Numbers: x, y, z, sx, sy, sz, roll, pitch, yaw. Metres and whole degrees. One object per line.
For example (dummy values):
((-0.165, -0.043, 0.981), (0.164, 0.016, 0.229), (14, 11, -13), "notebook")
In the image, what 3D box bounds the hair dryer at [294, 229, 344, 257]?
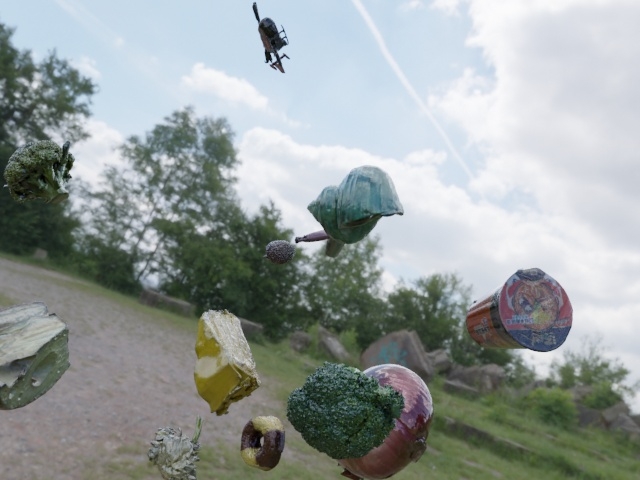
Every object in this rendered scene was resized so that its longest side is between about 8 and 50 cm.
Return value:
((0.000, -0.005, 1.484), (0.154, 0.106, 0.054), (2, 40, -33), "hair dryer")

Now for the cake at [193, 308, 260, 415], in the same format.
((-0.149, 0.175, 0.911), (0.080, 0.184, 0.116), (30, -44, -27), "cake")

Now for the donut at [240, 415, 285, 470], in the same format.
((-0.157, 0.532, 1.503), (0.140, 0.140, 0.059), (13, -11, 40), "donut")

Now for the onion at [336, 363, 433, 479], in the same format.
((0.164, 0.527, 1.642), (0.354, 0.353, 0.353), (21, -10, 4), "onion")

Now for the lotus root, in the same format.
((-0.693, 0.267, 1.278), (0.210, 0.141, 0.314), (26, 20, 12), "lotus root")

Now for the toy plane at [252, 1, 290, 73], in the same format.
((-0.087, -0.350, 1.020), (0.060, 0.037, 0.145), (40, -13, 28), "toy plane")

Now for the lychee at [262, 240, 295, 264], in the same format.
((-0.102, 0.031, 1.418), (0.067, 0.083, 0.068), (-130, -152, -49), "lychee")

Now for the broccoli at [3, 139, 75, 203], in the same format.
((-0.512, -0.122, 1.051), (0.120, 0.131, 0.130), (53, -39, 8), "broccoli")

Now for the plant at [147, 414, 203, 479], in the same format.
((-0.237, 0.367, 1.001), (0.117, 0.122, 0.104), (26, -42, 29), "plant")

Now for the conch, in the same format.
((0.066, -0.072, 1.151), (0.202, 0.134, 0.196), (-28, -12, 31), "conch")

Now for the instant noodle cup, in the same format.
((0.298, 0.119, 0.893), (0.127, 0.127, 0.135), (23, -21, -8), "instant noodle cup")

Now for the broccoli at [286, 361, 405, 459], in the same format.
((0.040, 0.282, 0.969), (0.196, 0.156, 0.195), (13, -50, 16), "broccoli")
